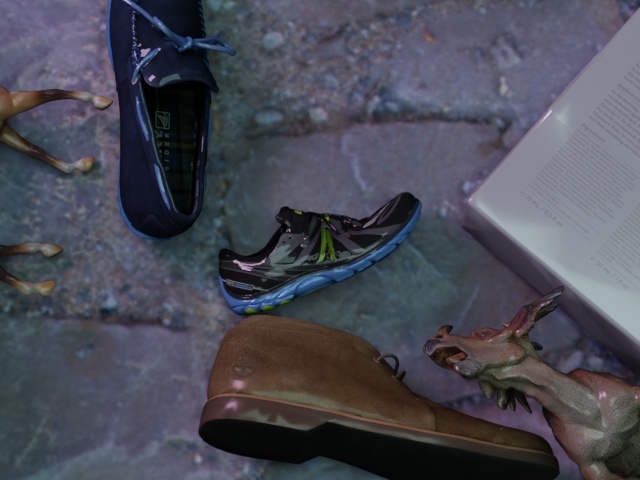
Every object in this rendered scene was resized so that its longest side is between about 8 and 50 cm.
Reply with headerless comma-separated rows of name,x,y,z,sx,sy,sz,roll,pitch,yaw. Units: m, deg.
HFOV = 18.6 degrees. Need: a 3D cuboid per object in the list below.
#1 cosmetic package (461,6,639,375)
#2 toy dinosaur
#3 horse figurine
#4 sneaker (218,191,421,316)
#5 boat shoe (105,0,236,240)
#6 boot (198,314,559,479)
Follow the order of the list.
cosmetic package,0.353,-0.006,1.654,0.377,0.097,0.284,41,81,10
toy dinosaur,0.227,0.144,1.597,0.200,0.295,0.127,29,75,43
horse figurine,-0.287,-0.052,1.645,0.174,0.066,0.263,18,77,-10
sneaker,0.000,0.000,1.661,0.188,0.067,0.078,-23,90,-5
boat shoe,-0.117,-0.131,1.650,0.109,0.089,0.258,-6,89,-33
boot,0.058,0.136,1.634,0.305,0.112,0.115,13,60,-7
